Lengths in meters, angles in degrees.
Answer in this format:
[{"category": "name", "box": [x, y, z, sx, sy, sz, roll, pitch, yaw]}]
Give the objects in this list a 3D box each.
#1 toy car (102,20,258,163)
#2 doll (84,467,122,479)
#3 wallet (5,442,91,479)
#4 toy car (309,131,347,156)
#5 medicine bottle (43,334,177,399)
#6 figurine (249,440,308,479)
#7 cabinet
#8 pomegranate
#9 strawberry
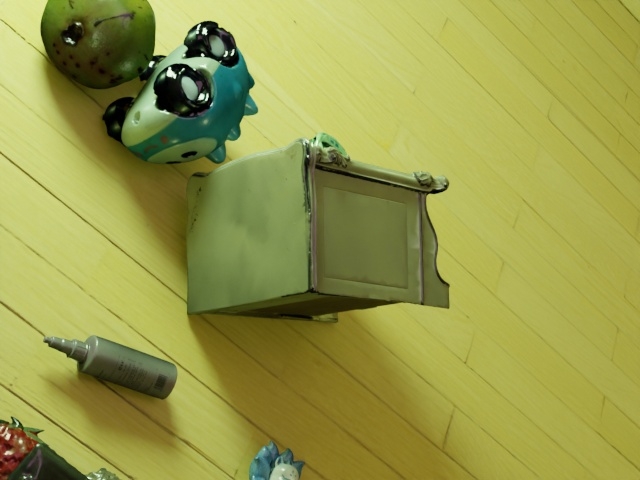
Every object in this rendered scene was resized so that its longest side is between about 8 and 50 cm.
[{"category": "toy car", "box": [-0.204, -0.214, 1.770, 0.190, 0.189, 0.255, 48, 43, -22]}, {"category": "doll", "box": [-0.312, 0.430, 1.386, 0.203, 0.091, 0.286, 35, 58, 3]}, {"category": "wallet", "box": [-0.352, 0.374, 1.292, 0.245, 0.052, 0.168, -53, 130, -19]}, {"category": "toy car", "box": [0.005, -0.125, 2.003, 0.093, 0.058, 0.186, 35, 49, -22]}, {"category": "medicine bottle", "box": [-0.298, 0.169, 1.555, 0.199, 0.058, 0.057, 24, 53, -31]}, {"category": "figurine", "box": [-0.064, 0.349, 1.651, 0.114, 0.079, 0.114, 16, 59, -28]}, {"category": "cabinet", "box": [0.000, 0.000, 1.734, 0.318, 0.290, 0.227, 8, 75, -43]}, {"category": "pomegranate", "box": [-0.342, -0.337, 1.735, 0.179, 0.179, 0.210, 38, 22, -21]}, {"category": "strawberry", "box": [-0.388, 0.292, 1.348, 0.131, 0.131, 0.148, -3, 69, -44]}]
